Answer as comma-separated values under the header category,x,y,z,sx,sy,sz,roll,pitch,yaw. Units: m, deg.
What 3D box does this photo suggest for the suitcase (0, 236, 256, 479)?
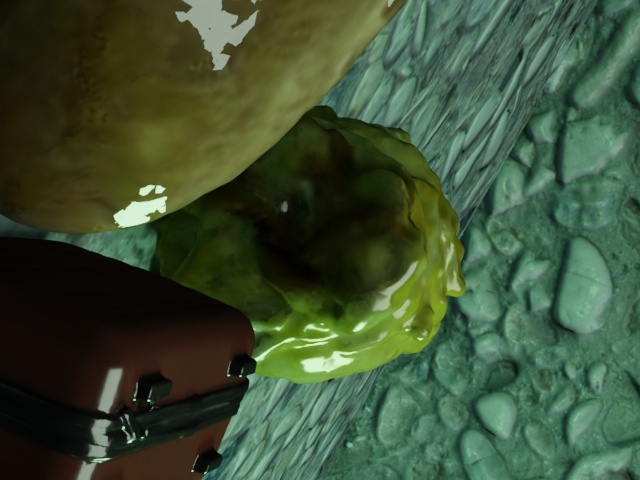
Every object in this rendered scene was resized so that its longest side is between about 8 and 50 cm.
category,x,y,z,sx,sy,sz,roll,pitch,yaw
suitcase,-0.197,0.097,1.004,0.161,0.236,0.297,-71,164,6

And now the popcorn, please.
category,x,y,z,sx,sy,sz,roll,pitch,yaw
popcorn,-0.005,-0.004,1.352,0.312,0.312,0.312,-52,165,-21

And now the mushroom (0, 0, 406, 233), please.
category,x,y,z,sx,sy,sz,roll,pitch,yaw
mushroom,-0.084,-0.195,0.779,0.397,0.224,0.313,-53,166,-12
